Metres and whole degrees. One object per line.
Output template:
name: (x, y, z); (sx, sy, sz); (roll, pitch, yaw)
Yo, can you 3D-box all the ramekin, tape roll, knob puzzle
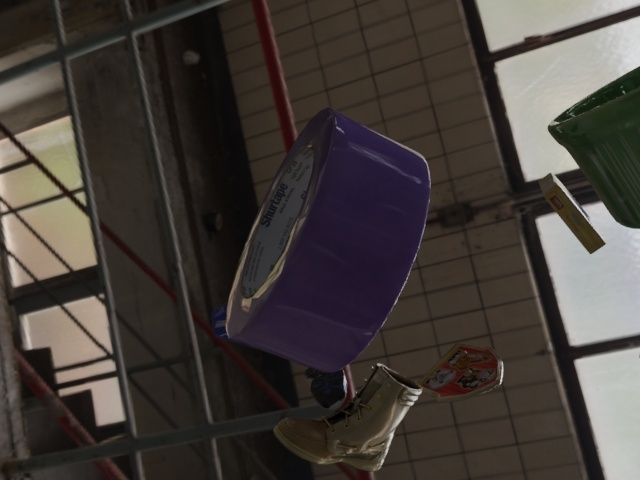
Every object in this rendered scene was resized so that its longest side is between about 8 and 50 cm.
ramekin: (0.421, -0.137, 0.684); (0.148, 0.303, 0.303); (60, 17, -3)
tape roll: (0.000, 0.000, 0.493); (0.080, 0.189, 0.189); (23, 38, -16)
knob puzzle: (0.324, 0.293, 1.431); (0.030, 0.213, 0.213); (64, 18, -18)

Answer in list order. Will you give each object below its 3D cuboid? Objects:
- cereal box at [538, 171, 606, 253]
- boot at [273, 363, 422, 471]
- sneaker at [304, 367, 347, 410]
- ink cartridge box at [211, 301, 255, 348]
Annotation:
cereal box: (0.597, -0.072, 1.521); (0.173, 0.047, 0.240); (51, 21, 0)
boot: (0.058, 0.321, 1.195); (0.262, 0.203, 0.095); (24, 11, -30)
sneaker: (0.024, 0.303, 1.283); (0.081, 0.080, 0.211); (61, -3, -6)
ink cartridge box: (-0.070, 0.142, 1.047); (0.207, 0.097, 0.046); (28, 37, -44)
